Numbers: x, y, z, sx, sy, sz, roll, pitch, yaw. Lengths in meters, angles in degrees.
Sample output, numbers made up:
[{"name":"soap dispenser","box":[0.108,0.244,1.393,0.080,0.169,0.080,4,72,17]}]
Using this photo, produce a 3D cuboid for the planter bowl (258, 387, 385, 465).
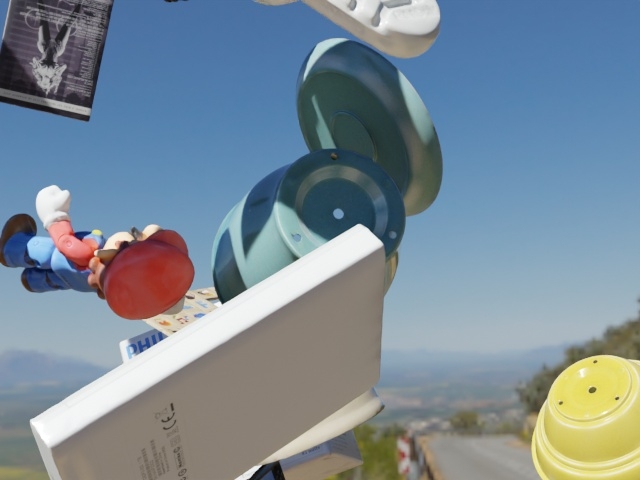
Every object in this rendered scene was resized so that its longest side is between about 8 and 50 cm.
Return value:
[{"name":"planter bowl","box":[-0.024,0.163,1.221,0.162,0.109,0.162,-22,-2,-1]}]

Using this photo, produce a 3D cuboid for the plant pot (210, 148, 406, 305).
[{"name":"plant pot","box":[0.000,0.000,1.585,0.271,0.272,0.255,0,-19,-16]}]

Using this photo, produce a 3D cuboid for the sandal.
[{"name":"sandal","box":[-0.052,-0.326,1.307,0.169,0.416,0.102,-38,-18,-46]}]

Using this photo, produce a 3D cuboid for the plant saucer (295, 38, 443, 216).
[{"name":"plant saucer","box":[0.063,-0.168,1.789,0.043,0.318,0.317,-34,12,-29]}]

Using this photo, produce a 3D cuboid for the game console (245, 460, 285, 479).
[{"name":"game console","box":[-0.072,0.368,1.686,0.071,0.107,0.122,-11,12,34]}]

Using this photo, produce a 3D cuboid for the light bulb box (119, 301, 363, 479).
[{"name":"light bulb box","box":[-0.156,0.321,2.196,0.357,0.361,0.225,-23,-21,11]}]

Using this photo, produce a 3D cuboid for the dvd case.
[{"name":"dvd case","box":[-0.444,-0.323,1.856,0.164,0.221,0.018,11,1,-19]}]

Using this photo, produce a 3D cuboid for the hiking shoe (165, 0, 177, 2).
[{"name":"hiking shoe","box":[-0.196,-0.446,1.749,0.226,0.114,0.086,-8,-32,-5]}]

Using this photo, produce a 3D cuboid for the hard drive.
[{"name":"hard drive","box":[-0.077,0.132,0.927,0.307,0.040,0.203,-31,-35,-24]}]

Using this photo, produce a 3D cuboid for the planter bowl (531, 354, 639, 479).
[{"name":"planter bowl","box":[0.347,0.208,1.373,0.217,0.217,0.090,-6,-48,36]}]

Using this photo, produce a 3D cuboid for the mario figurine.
[{"name":"mario figurine","box":[-0.303,0.017,1.609,0.320,0.170,0.198,7,0,34]}]

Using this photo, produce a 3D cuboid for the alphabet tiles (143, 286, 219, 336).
[{"name":"alphabet tiles","box":[-0.182,0.125,1.833,0.198,0.009,0.237,25,21,38]}]
